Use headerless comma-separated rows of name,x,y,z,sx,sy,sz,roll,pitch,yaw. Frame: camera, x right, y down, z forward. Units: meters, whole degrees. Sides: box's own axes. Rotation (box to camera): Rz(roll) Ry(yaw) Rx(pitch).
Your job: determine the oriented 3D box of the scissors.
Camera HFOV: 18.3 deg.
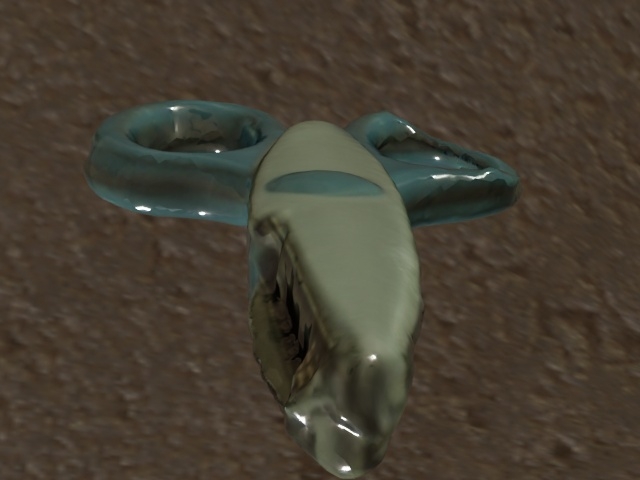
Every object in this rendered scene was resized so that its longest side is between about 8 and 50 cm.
scissors,0.000,0.000,0.532,0.138,0.289,0.041,4,103,-4
